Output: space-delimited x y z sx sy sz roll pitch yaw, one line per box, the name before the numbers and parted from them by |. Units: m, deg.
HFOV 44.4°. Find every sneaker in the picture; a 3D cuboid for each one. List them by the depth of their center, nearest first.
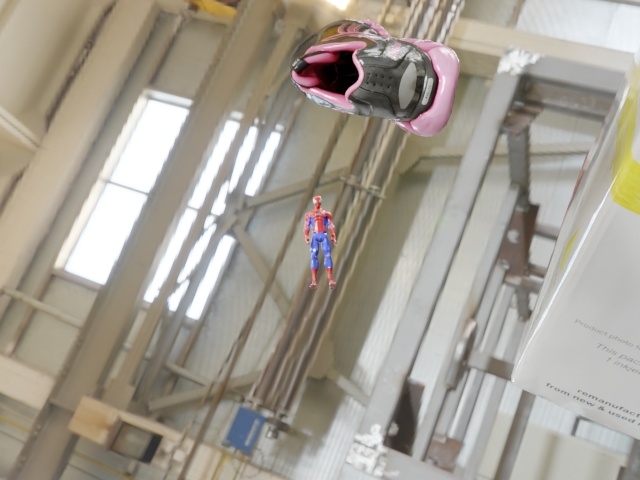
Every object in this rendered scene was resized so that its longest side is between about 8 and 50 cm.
sneaker | 0.008 -0.077 0.351 0.057 0.119 0.047 -1 -75 -28

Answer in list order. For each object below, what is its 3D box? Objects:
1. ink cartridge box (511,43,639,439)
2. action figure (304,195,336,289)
ink cartridge box | 0.274 -0.079 0.490 0.385 0.160 0.279 96 -160 -52
action figure | 0.000 0.000 0.941 0.030 0.038 0.115 79 -175 -69
